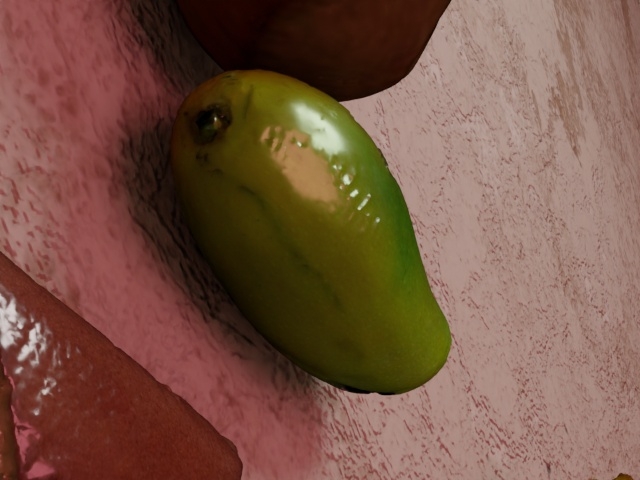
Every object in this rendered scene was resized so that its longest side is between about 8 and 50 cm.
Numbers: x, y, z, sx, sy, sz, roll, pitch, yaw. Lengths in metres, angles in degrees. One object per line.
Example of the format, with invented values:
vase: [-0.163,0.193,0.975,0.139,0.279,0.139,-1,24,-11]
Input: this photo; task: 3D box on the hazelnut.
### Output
hazelnut: [-0.013,-0.176,0.565,0.210,0.210,0.186,16,85,-58]

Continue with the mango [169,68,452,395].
mango: [0.000,0.000,0.547,0.233,0.111,0.125,48,44,-37]

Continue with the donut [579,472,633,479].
donut: [0.195,0.269,0.749,0.174,0.074,0.190,88,9,-65]

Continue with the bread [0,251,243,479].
bread: [-0.096,0.088,0.371,0.192,0.067,0.119,46,39,-41]
